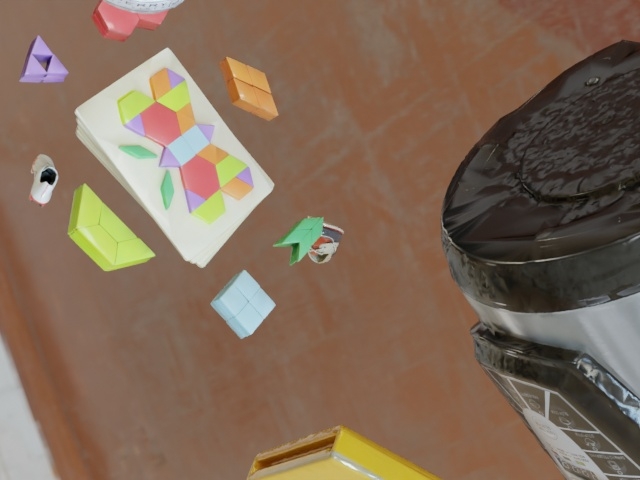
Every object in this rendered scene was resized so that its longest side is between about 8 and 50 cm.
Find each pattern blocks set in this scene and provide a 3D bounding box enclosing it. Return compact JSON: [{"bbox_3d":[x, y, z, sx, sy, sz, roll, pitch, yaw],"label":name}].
[{"bbox_3d":[-0.130,-0.081,1.264,0.325,0.285,0.026,42,140,-17],"label":"pattern blocks set"}]

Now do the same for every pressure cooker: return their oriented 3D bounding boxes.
[{"bbox_3d":[0.347,0.063,1.176,0.375,0.370,0.420,-21,117,27],"label":"pressure cooker"}]

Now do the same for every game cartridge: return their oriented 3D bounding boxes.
[{"bbox_3d":[0.099,0.335,1.713,0.323,0.053,0.285,28,156,-15],"label":"game cartridge"}]

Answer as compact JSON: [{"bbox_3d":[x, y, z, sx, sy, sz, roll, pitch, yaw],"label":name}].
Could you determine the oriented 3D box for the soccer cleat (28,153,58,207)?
[{"bbox_3d":[-0.293,-0.070,1.477,0.035,0.029,0.083,-49,25,28],"label":"soccer cleat"}]

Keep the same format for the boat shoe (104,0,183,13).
[{"bbox_3d":[-0.055,-0.208,0.582,0.076,0.083,0.226,131,142,-65],"label":"boat shoe"}]

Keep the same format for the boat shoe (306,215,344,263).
[{"bbox_3d":[0.000,0.000,1.714,0.049,0.043,0.137,26,174,5],"label":"boat shoe"}]
